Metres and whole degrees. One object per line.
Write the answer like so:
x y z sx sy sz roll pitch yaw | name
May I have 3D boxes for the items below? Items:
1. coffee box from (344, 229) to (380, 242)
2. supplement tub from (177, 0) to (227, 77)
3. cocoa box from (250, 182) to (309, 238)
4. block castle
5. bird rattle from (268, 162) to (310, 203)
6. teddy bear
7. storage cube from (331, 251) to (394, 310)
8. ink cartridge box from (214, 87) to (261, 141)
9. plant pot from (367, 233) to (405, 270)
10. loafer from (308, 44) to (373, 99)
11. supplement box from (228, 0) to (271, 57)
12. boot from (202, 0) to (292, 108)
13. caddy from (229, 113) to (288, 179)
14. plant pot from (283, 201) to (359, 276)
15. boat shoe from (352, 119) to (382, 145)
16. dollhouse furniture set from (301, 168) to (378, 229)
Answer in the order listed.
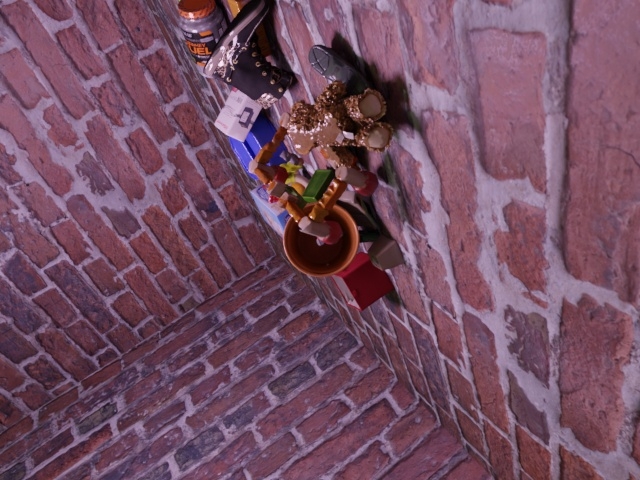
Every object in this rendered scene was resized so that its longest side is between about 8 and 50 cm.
0.161 -0.017 1.995 0.184 0.113 0.040 -167 73 -69 | coffee box
-0.492 -0.890 2.075 0.193 0.194 0.315 48 164 31 | supplement tub
-0.183 -0.175 2.579 0.347 0.228 0.231 42 160 47 | cocoa box
-0.026 -0.231 1.710 0.213 0.302 0.453 17 -155 -50 | block castle
-0.143 -0.254 2.325 0.207 0.143 0.253 22 130 -6 | bird rattle
0.060 -0.330 1.348 0.338 0.113 0.245 -15 117 51 | teddy bear
0.187 0.182 2.201 0.214 0.193 0.184 60 166 -12 | storage cube
-0.375 -0.601 2.222 0.100 0.237 0.172 22 -167 -40 | ink cartridge box
0.251 0.055 1.887 0.109 0.096 0.109 34 153 58 | plant pot
0.082 -0.464 1.356 0.267 0.084 0.096 48 135 9 | loafer
-0.258 -0.785 1.751 0.080 0.078 0.233 45 163 41 | supplement box
-0.222 -0.655 1.718 0.284 0.138 0.378 31 137 -26 | boot
-0.299 -0.475 2.414 0.241 0.179 0.341 -14 110 52 | caddy
0.000 0.000 1.908 0.290 0.291 0.203 56 176 1 | plant pot
0.092 -0.340 1.490 0.303 0.115 0.091 28 143 65 | boat shoe
0.105 -0.171 1.945 0.302 0.151 0.197 9 152 44 | dollhouse furniture set
